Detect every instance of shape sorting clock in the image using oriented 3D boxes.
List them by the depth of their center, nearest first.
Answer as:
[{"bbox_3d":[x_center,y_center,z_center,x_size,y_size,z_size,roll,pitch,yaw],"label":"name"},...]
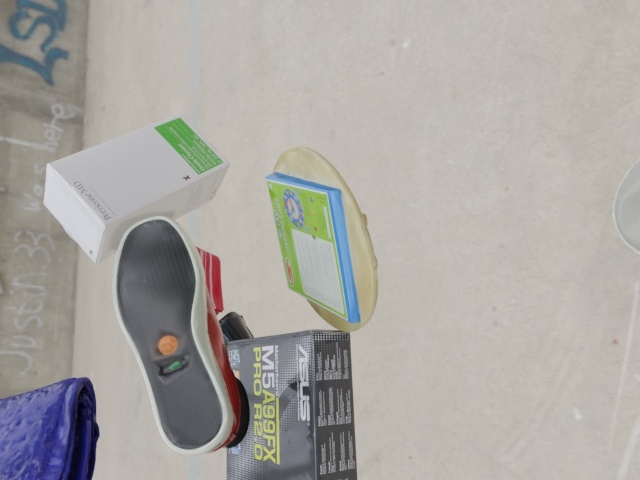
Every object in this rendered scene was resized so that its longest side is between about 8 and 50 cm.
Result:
[{"bbox_3d":[0.000,0.000,0.581,0.206,0.040,0.206,38,139,42],"label":"shape sorting clock"}]

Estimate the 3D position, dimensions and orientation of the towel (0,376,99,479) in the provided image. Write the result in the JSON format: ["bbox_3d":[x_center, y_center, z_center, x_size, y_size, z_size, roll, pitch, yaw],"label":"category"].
[{"bbox_3d":[-0.375,0.273,0.526,0.227,0.309,0.076,-100,-6,-49],"label":"towel"}]

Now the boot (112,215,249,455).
[{"bbox_3d":[-0.142,0.105,0.585,0.176,0.089,0.244,82,169,-72],"label":"boot"}]

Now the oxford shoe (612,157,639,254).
[{"bbox_3d":[0.418,-0.090,0.439,0.449,0.130,0.169,141,117,-64],"label":"oxford shoe"}]

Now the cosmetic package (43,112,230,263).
[{"bbox_3d":[-0.417,-0.131,1.249,0.197,0.365,0.155,45,136,6],"label":"cosmetic package"}]

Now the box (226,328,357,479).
[{"bbox_3d":[-0.044,0.252,0.662,0.216,0.060,0.269,-19,69,53],"label":"box"}]

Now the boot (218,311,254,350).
[{"bbox_3d":[-0.139,0.237,1.007,0.207,0.094,0.246,56,169,1],"label":"boot"}]

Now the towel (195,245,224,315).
[{"bbox_3d":[-0.361,0.070,1.384,0.031,0.275,0.198,-33,47,25],"label":"towel"}]
